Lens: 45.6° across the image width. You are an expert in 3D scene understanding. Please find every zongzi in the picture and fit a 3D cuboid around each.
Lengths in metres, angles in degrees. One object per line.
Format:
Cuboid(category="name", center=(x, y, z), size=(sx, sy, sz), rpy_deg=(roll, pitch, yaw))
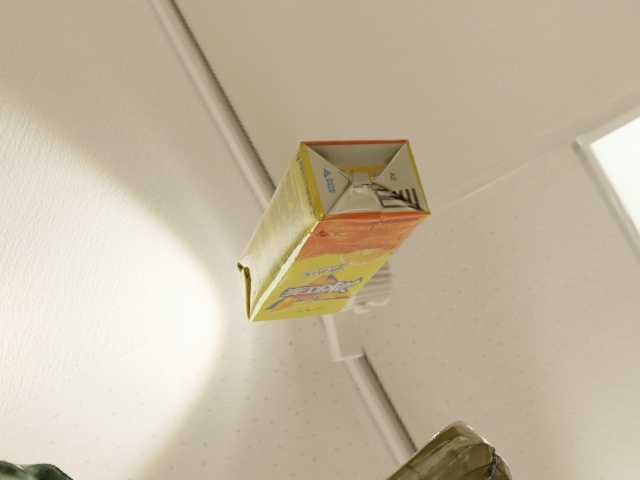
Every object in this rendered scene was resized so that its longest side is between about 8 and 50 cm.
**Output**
Cuboid(category="zongzi", center=(0.119, 0.329, 0.720), size=(0.228, 0.115, 0.256), rpy_deg=(-34, -81, -15))

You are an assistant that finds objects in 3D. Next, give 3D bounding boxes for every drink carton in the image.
Cuboid(category="drink carton", center=(0.000, 0.000, 1.035), size=(0.155, 0.351, 0.111), rpy_deg=(-4, -113, -21))

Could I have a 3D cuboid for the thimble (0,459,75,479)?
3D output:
Cuboid(category="thimble", center=(-0.194, 0.256, 0.381), size=(0.254, 0.167, 0.288), rpy_deg=(30, -159, -36))
